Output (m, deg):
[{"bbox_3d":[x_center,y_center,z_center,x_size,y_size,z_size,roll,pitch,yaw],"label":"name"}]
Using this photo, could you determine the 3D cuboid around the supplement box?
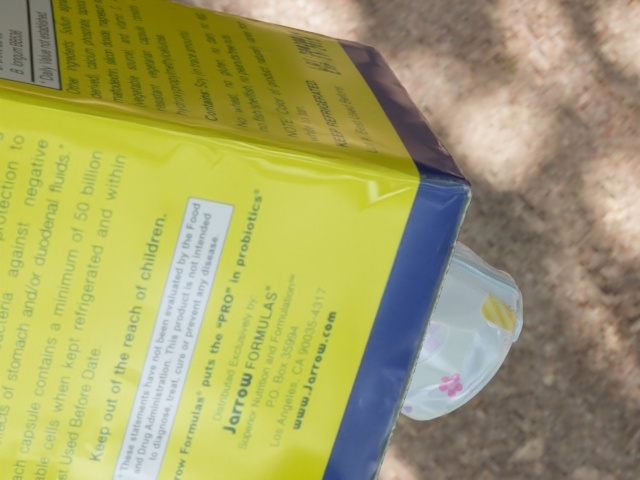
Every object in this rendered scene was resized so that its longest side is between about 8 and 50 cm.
[{"bbox_3d":[-0.145,-0.008,0.723,0.356,0.194,0.195,11,112,-16],"label":"supplement box"}]

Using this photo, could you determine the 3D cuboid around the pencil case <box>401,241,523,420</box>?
[{"bbox_3d":[0.000,0.000,1.006,0.273,0.113,0.124,38,107,-22],"label":"pencil case"}]
